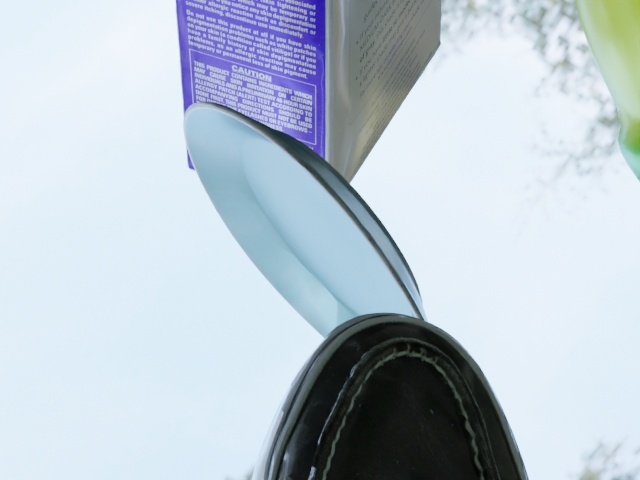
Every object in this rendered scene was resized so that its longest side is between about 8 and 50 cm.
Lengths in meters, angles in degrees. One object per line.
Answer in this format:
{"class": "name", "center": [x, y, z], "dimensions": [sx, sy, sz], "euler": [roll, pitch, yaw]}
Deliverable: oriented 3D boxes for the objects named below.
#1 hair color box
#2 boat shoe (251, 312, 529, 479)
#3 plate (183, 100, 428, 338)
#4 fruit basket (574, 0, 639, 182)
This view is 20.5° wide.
{"class": "hair color box", "center": [-0.002, -0.204, 1.015], "dimensions": [0.110, 0.339, 0.185], "euler": [19, -132, 16]}
{"class": "boat shoe", "center": [0.027, 0.139, 0.569], "dimensions": [0.113, 0.105, 0.306], "euler": [13, -128, -4]}
{"class": "plate", "center": [0.000, 0.000, 0.892], "dimensions": [0.024, 0.188, 0.188], "euler": [-41, -105, -16]}
{"class": "fruit basket", "center": [0.155, -0.138, 0.281], "dimensions": [0.392, 0.392, 0.283], "euler": [40, -163, 10]}
